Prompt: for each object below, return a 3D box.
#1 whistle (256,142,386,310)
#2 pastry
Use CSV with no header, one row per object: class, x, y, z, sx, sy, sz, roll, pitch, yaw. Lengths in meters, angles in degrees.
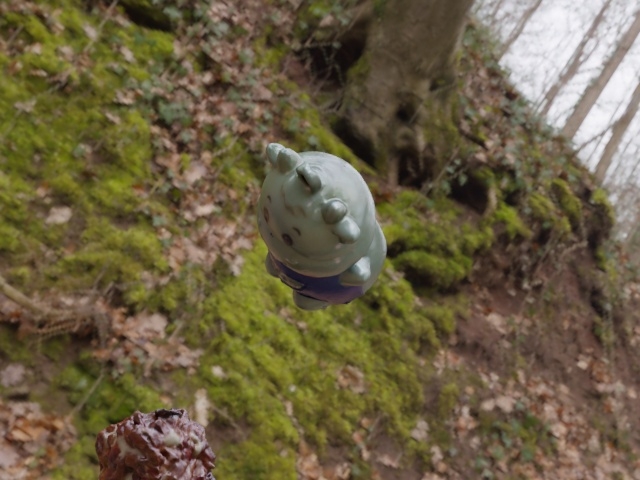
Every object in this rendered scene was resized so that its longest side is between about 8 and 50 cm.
whistle,0.000,0.000,0.678,0.110,0.092,0.244,47,-12,19
pastry,-0.162,0.273,0.841,0.115,0.209,0.097,-10,-11,28
